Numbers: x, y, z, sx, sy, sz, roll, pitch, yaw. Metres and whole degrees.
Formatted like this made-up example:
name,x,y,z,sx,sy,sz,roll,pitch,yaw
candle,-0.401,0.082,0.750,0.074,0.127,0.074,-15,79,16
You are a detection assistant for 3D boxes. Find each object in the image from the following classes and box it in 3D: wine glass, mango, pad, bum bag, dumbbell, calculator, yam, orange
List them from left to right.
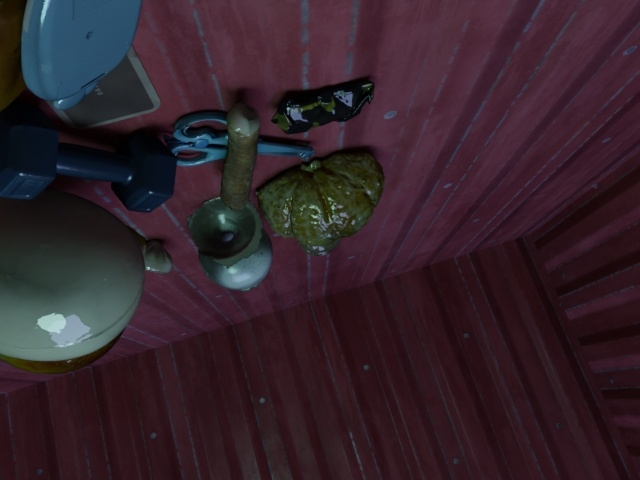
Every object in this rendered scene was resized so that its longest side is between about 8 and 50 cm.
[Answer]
name,x,y,z,sx,sy,sz,roll,pitch,yaw
mango,-0.445,-0.232,0.650,0.136,0.166,0.236,30,169,-12
calculator,-0.303,-0.275,0.674,0.188,0.042,0.302,-55,-175,-36
dumbbell,-0.428,-0.142,0.955,0.144,0.159,0.325,9,-177,37
pad,-0.380,-0.266,0.859,0.176,0.002,0.266,-16,164,-5
wine glass,-0.254,0.023,1.543,0.238,0.237,0.323,-17,159,-2
yam,-0.179,-0.169,1.138,0.081,0.081,0.356,-13,162,-16
bum bag,0.005,-0.280,1.114,0.233,0.060,0.106,-17,155,-13
orange,0.019,-0.098,1.481,0.369,0.210,0.271,-21,161,1

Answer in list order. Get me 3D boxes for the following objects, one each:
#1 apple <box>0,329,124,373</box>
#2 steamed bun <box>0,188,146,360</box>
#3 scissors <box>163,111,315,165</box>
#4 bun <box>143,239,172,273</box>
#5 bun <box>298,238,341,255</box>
name,x,y,z,sx,sy,sz,roll,pitch,yaw
apple,-0.732,0.178,1.451,0.374,0.374,0.384,-35,-163,44
steamed bun,-0.532,0.062,1.000,0.374,0.333,0.334,20,157,-4
scissors,-0.168,-0.219,1.184,0.393,0.032,0.180,-3,158,-40
bun,-0.515,0.044,1.586,0.138,0.094,0.138,13,180,0
bun,0.000,0.000,1.931,0.173,0.113,0.166,-15,164,-19
